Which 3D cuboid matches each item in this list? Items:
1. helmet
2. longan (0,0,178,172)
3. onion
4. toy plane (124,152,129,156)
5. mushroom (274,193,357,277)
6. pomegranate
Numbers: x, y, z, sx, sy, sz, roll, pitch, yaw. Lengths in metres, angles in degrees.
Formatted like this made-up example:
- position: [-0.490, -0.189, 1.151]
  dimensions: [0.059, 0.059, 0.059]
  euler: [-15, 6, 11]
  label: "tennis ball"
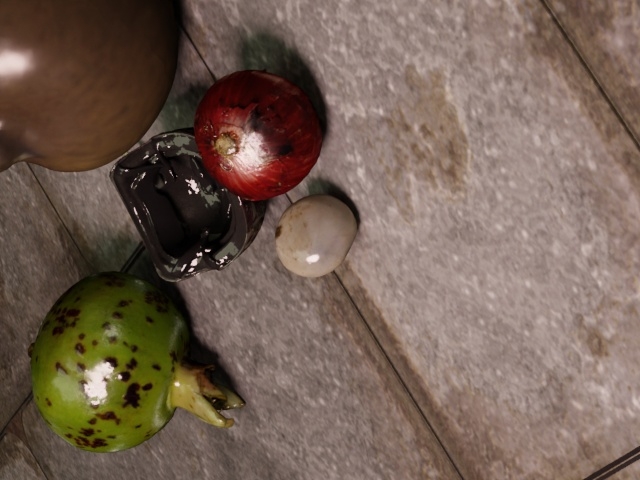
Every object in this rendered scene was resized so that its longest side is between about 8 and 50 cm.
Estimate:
- position: [-0.119, -0.049, 1.988]
  dimensions: [0.177, 0.107, 0.153]
  euler: [-19, 98, 41]
  label: "helmet"
- position: [-0.281, -0.202, 1.925]
  dimensions: [0.243, 0.300, 0.300]
  euler: [-22, 93, 62]
  label: "longan"
- position: [-0.060, -0.104, 1.844]
  dimensions: [0.131, 0.131, 0.131]
  euler: [36, 139, 38]
  label: "onion"
- position: [-0.188, -0.062, 2.142]
  dimensions: [0.102, 0.040, 0.111]
  euler: [53, 155, -20]
  label: "toy plane"
- position: [0.000, 0.000, 1.879]
  dimensions: [0.085, 0.085, 0.079]
  euler: [43, 178, 31]
  label: "mushroom"
- position: [-0.214, 0.147, 2.209]
  dimensions: [0.263, 0.211, 0.211]
  euler: [12, 130, 11]
  label: "pomegranate"
